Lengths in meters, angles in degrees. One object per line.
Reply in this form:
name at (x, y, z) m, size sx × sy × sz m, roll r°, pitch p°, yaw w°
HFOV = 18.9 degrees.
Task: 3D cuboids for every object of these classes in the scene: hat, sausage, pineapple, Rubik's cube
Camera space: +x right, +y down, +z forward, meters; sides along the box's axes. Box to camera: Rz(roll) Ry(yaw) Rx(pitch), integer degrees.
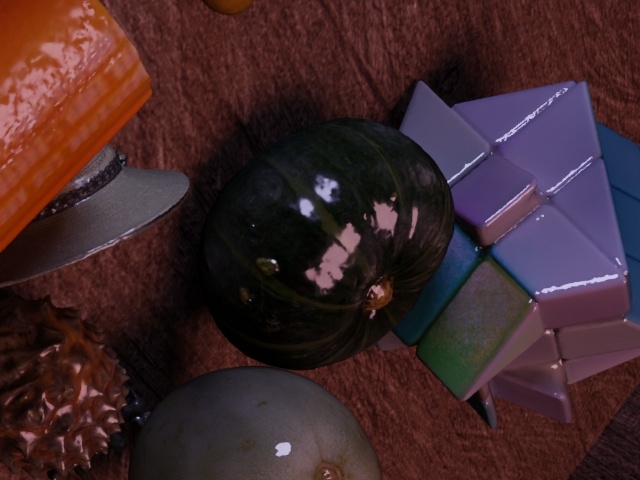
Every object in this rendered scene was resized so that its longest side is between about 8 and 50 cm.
hat at (-0.249, -0.061, 1.617) m, size 0.257 × 0.257 × 0.130 m, roll -32°, pitch 112°, yaw -40°
sausage at (-0.300, -0.094, 1.425) m, size 0.287 × 0.233 × 0.233 m, roll -47°, pitch 151°, yaw -19°
pineapple at (-0.247, 0.154, 1.867) m, size 0.175 × 0.175 × 0.361 m, roll -57°, pitch 163°, yaw -2°
Rubik's cube at (0.220, 0.020, 2.277) m, size 0.358 × 0.368 × 0.387 m, roll 65°, pitch 17°, yaw -60°

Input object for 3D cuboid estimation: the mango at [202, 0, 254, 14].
mango at (-0.078, -0.283, 1.758) m, size 0.102 × 0.085 × 0.184 m, roll -37°, pitch 157°, yaw -42°

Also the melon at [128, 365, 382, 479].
melon at (-0.069, 0.254, 1.996) m, size 0.272 × 0.271 × 0.308 m, roll -56°, pitch -178°, yaw -3°

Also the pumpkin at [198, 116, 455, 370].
pumpkin at (0.000, 0.000, 2.054) m, size 0.300 × 0.207 × 0.300 m, roll -35°, pitch 157°, yaw -17°
